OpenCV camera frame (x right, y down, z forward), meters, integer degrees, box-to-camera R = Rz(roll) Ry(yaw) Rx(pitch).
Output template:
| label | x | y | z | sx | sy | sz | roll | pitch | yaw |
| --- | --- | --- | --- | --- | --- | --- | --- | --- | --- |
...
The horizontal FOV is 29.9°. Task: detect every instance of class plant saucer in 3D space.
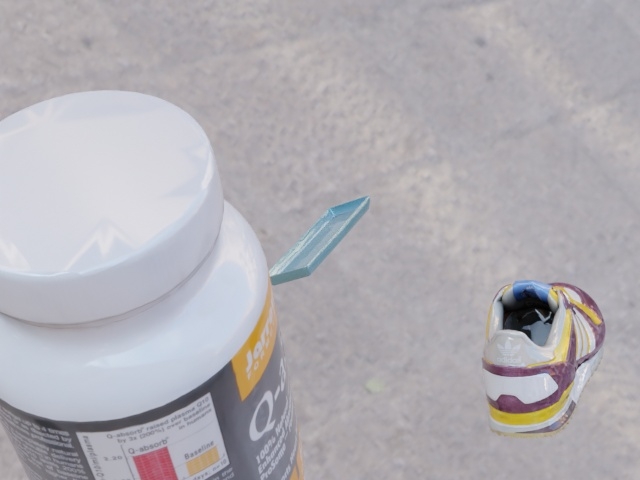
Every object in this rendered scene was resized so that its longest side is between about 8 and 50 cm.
| label | x | y | z | sx | sy | sz | roll | pitch | yaw |
| --- | --- | --- | --- | --- | --- | --- | --- | --- | --- |
| plant saucer | 0.000 | 0.000 | 1.438 | 0.018 | 0.067 | 0.192 | 63 | 35 | -14 |

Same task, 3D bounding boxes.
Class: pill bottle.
| label | x | y | z | sx | sy | sz | roll | pitch | yaw |
| --- | --- | --- | --- | --- | --- | --- | --- | --- | --- |
| pill bottle | -0.100 | 0.066 | 0.660 | 0.162 | 0.278 | 0.162 | -4 | 46 | 4 |

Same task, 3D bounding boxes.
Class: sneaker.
| label | x | y | z | sx | sy | sz | roll | pitch | yaw |
| --- | --- | --- | --- | --- | --- | --- | --- | --- | --- |
| sneaker | 0.154 | 0.056 | 0.814 | 0.070 | 0.084 | 0.185 | 0 | 23 | 19 |
